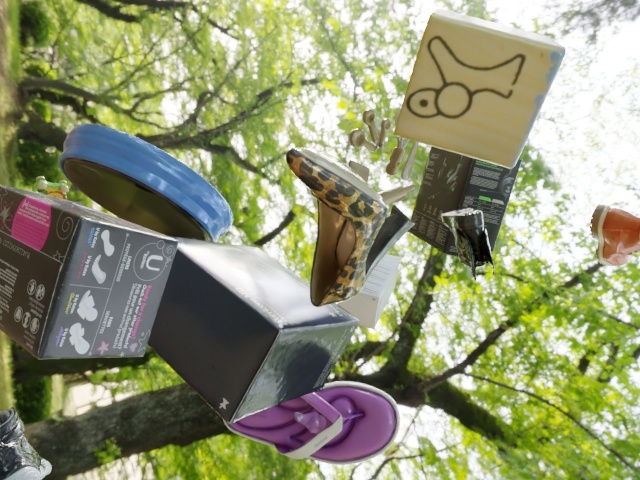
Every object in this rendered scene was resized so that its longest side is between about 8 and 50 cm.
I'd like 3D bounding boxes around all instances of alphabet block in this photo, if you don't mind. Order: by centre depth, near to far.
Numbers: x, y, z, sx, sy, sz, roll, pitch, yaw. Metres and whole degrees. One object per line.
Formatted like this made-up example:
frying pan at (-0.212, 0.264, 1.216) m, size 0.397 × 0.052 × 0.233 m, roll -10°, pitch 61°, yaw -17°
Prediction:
alphabet block at (0.248, -0.253, 0.794) m, size 0.193 × 0.197 × 0.192 m, roll -59°, pitch 167°, yaw -61°

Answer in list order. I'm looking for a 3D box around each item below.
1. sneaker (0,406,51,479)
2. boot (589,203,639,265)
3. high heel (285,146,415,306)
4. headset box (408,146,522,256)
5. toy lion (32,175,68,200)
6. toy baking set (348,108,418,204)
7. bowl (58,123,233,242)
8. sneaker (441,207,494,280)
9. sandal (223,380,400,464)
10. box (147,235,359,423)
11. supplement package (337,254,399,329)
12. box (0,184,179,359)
sneaker at (-0.604, 0.409, 0.947) m, size 0.153 × 0.101 × 0.268 m, roll 63°, pitch -32°, yaw 7°
boot at (0.482, 0.004, 0.764) m, size 0.085 × 0.059 × 0.158 m, roll 18°, pitch -15°, yaw 42°
high heel at (0.000, 0.000, 0.614) m, size 0.261 × 0.186 × 0.093 m, roll 30°, pitch 17°, yaw -49°
headset box at (0.362, -0.118, 1.263) m, size 0.246 × 0.131 × 0.282 m, roll -133°, pitch -125°, yaw -72°
toy lion at (-0.798, -0.139, 1.436) m, size 0.096 × 0.100 × 0.034 m, roll -45°, pitch -120°, yaw 25°
toy baking set at (0.148, -0.171, 0.995) m, size 0.030 × 0.256 × 0.196 m, roll 17°, pitch -64°, yaw 47°
bowl at (-0.386, -0.100, 1.083) m, size 0.391 × 0.392 × 0.077 m, roll 125°, pitch -11°, yaw -69°
sneaker at (0.220, 0.000, 0.726) m, size 0.170 × 0.051 × 0.089 m, roll -42°, pitch 119°, yaw -82°
sandal at (-0.041, 0.389, 1.036) m, size 0.102 × 0.417 × 0.169 m, roll 22°, pitch 65°, yaw -65°
box at (-0.135, 0.143, 0.892) m, size 0.296 × 0.294 × 0.182 m, roll 33°, pitch -79°, yaw 26°
supplement package at (0.159, 0.153, 1.608) m, size 0.134 × 0.244 × 0.138 m, roll 16°, pitch -57°, yaw 18°
box at (-0.329, 0.035, 0.625) m, size 0.248 × 0.142 × 0.163 m, roll 16°, pitch -91°, yaw 34°
